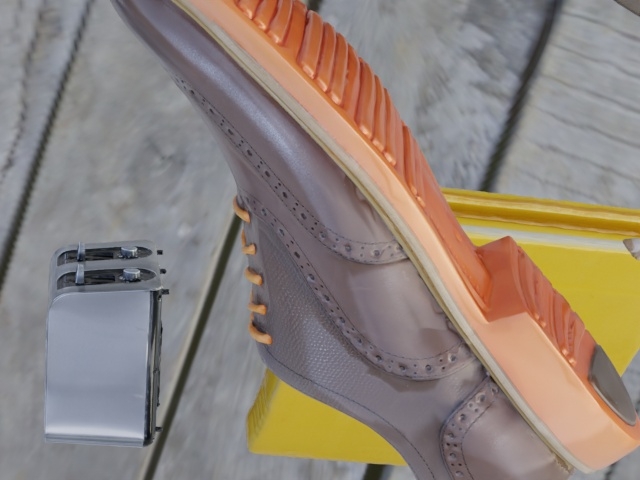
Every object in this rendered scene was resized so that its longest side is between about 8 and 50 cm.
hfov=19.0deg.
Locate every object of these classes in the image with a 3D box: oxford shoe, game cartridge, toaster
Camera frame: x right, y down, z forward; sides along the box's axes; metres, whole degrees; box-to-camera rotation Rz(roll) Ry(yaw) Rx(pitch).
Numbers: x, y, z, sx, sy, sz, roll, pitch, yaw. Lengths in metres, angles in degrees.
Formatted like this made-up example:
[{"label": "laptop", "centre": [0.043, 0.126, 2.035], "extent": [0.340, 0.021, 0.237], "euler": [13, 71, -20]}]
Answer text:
[{"label": "oxford shoe", "centre": [0.000, 0.000, 0.933], "extent": [0.133, 0.130, 0.364], "euler": [-37, 100, 16]}, {"label": "game cartridge", "centre": [0.111, 0.080, 1.549], "extent": [0.285, 0.053, 0.324], "euler": [6, 142, -15]}, {"label": "toaster", "centre": [-0.202, 0.100, 1.790], "extent": [0.110, 0.168, 0.186], "euler": [2, 106, -7]}]

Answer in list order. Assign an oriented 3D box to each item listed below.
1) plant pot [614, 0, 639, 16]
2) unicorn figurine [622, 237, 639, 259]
[{"label": "plant pot", "centre": [0.269, -0.274, 0.956], "extent": [0.323, 0.280, 0.323], "euler": [0, 87, -7]}, {"label": "unicorn figurine", "centre": [0.224, -0.012, 1.055], "extent": [0.111, 0.060, 0.162], "euler": [-36, 75, 10]}]
